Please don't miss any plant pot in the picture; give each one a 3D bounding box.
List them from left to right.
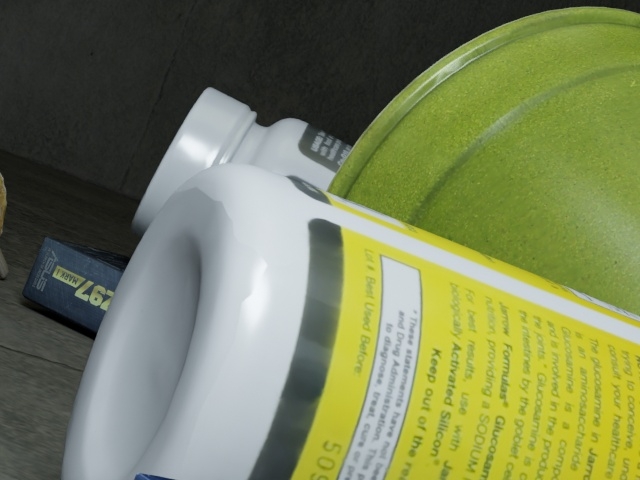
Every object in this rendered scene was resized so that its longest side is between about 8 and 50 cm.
[{"bbox_3d":[0.223,0.089,1.099,0.366,0.366,0.353,20,15,-37],"label":"plant pot"}]

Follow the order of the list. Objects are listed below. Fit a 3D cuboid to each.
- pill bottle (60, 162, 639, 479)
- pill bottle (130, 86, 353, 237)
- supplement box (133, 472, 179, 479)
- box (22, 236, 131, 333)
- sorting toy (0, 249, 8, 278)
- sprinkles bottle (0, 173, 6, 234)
[{"bbox_3d":[0.070,0.106,0.790,0.334,0.188,0.188,21,2,-20],"label":"pill bottle"},{"bbox_3d":[0.000,0.000,1.458,0.283,0.161,0.161,29,2,-2],"label":"pill bottle"},{"bbox_3d":[-0.031,0.131,0.568,0.083,0.083,0.056,24,3,44],"label":"supplement box"},{"bbox_3d":[-0.114,0.069,1.496,0.183,0.059,0.232,23,2,23],"label":"box"},{"bbox_3d":[-0.360,-0.057,1.491,0.208,0.038,0.193,24,-23,13],"label":"sorting toy"},{"bbox_3d":[-0.396,-0.069,1.315,0.355,0.121,0.121,24,3,30],"label":"sprinkles bottle"}]
